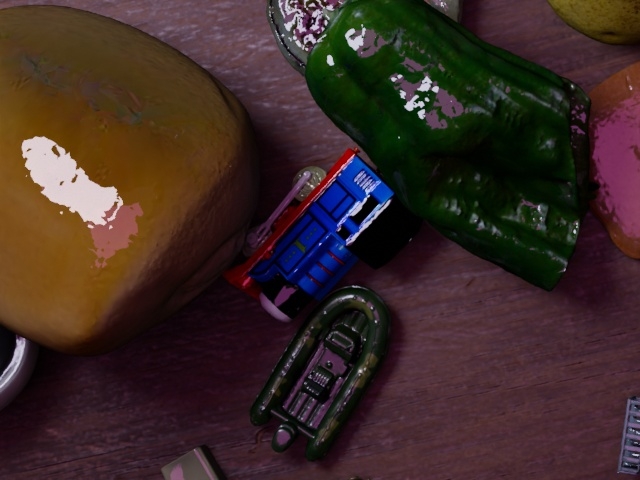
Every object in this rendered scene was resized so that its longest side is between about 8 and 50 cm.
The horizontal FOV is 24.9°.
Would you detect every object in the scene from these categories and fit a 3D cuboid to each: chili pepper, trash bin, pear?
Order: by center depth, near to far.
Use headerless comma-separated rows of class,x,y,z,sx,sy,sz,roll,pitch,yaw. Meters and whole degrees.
chili pepper,0.140,-0.104,1.507,0.385,0.213,0.167,40,54,-8
pear,0.319,-0.304,1.515,0.197,0.197,0.197,0,88,9
trash bin,-0.135,0.285,1.642,0.061,0.043,0.092,-31,82,7

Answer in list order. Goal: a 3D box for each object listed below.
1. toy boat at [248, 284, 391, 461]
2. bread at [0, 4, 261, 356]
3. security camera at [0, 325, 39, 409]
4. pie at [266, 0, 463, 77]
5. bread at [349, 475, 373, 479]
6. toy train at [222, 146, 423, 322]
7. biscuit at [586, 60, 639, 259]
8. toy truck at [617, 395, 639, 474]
toy boat,0.005,0.145,1.618,0.104,0.052,0.210,33,94,11
bread,-0.252,-0.078,1.522,0.376,0.253,0.348,35,54,18
security camera,-0.429,0.124,1.628,0.236,0.194,0.194,-30,84,2
pie,0.055,-0.274,1.624,0.240,0.054,0.240,0,88,10
bread,0.014,0.332,1.602,0.128,0.069,0.140,1,87,11
toy train,0.000,0.000,1.593,0.204,0.083,0.131,-47,56,5
biscuit,0.364,-0.096,1.576,0.186,0.036,0.192,-33,84,5
toy truck,0.388,0.171,1.543,0.115,0.080,0.177,9,91,19
